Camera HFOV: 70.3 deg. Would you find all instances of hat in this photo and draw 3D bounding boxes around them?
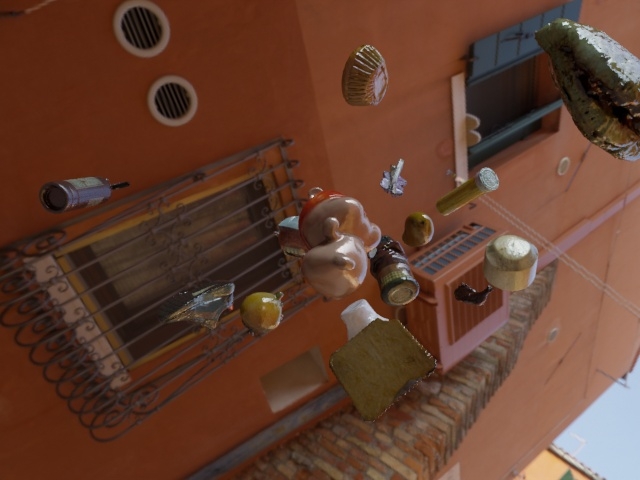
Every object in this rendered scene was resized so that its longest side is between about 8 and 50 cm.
[{"bbox_3d":[0.156,0.308,1.766,0.126,0.203,0.203,60,-21,-2],"label":"hat"}]

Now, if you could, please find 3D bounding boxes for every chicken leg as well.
[{"bbox_3d":[0.557,0.198,1.650,0.205,0.053,0.093,-6,-73,60],"label":"chicken leg"}]

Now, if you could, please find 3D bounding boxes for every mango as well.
[{"bbox_3d":[0.410,-0.039,1.930,0.136,0.099,0.228,46,-24,14],"label":"mango"}]

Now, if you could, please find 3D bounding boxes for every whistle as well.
[{"bbox_3d":[0.000,0.001,1.354,0.345,0.134,0.142,10,-44,30],"label":"whistle"}]

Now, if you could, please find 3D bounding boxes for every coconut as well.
[{"bbox_3d":[0.737,0.093,1.775,0.202,0.202,0.222,42,-21,41],"label":"coconut"}]

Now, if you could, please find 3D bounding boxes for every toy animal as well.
[{"bbox_3d":[0.032,0.000,0.889,0.171,0.171,0.198,102,-8,-59],"label":"toy animal"}]

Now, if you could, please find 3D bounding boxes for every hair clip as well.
[{"bbox_3d":[0.299,-0.244,1.828,0.106,0.292,0.085,34,-56,-7],"label":"hair clip"}]

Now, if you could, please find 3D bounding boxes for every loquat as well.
[{"bbox_3d":[-0.218,0.272,1.755,0.172,0.204,0.149,45,8,-39],"label":"loquat"}]

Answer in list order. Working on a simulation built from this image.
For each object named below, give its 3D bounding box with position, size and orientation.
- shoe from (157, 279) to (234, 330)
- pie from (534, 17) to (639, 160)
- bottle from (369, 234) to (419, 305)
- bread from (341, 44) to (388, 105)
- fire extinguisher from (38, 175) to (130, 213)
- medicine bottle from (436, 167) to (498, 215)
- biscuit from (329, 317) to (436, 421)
[{"bbox_3d":[-0.475,0.282,1.785,0.132,0.336,0.171,6,-69,42],"label":"shoe"},{"bbox_3d":[0.700,-0.401,1.141,0.180,0.394,0.418,-48,-142,42],"label":"pie"},{"bbox_3d":[0.245,0.087,1.596,0.156,0.143,0.271,-54,-149,32],"label":"bottle"},{"bbox_3d":[0.174,-0.644,1.800,0.139,0.240,0.240,29,-34,24],"label":"bread"},{"bbox_3d":[-0.547,-0.118,1.086,0.231,0.099,0.071,-51,129,-74],"label":"fire extinguisher"},{"bbox_3d":[0.455,-0.146,1.432,0.074,0.073,0.218,59,-31,5],"label":"medicine bottle"},{"bbox_3d":[0.151,0.318,1.182,0.013,0.232,0.237,53,-3,-40],"label":"biscuit"}]
